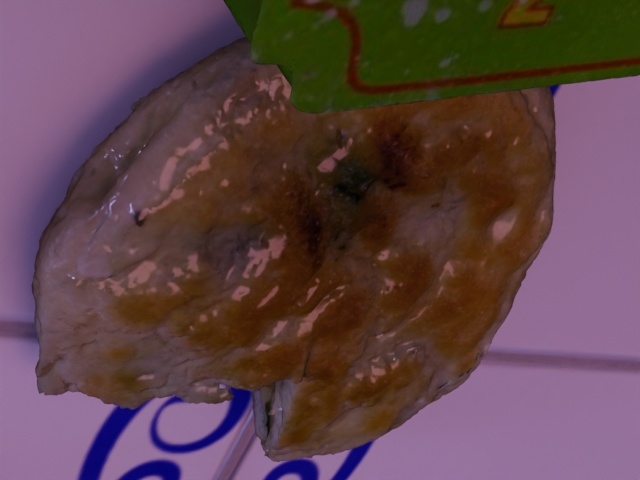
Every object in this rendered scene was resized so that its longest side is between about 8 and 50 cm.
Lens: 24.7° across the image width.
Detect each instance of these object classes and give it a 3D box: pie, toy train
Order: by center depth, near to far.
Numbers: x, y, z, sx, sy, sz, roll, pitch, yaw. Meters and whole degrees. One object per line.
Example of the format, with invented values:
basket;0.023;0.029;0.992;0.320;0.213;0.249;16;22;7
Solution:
toy train;0.072;-0.189;0.643;0.307;0.173;0.249;-10;140;-29
pie;0.000;0.000;0.822;0.337;0.075;0.338;-19;135;-21
